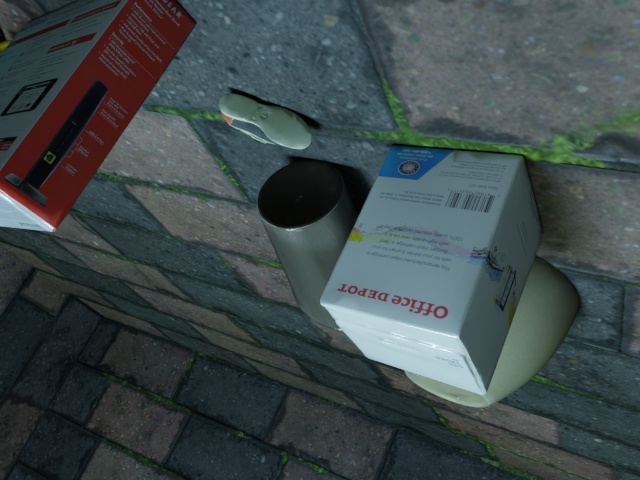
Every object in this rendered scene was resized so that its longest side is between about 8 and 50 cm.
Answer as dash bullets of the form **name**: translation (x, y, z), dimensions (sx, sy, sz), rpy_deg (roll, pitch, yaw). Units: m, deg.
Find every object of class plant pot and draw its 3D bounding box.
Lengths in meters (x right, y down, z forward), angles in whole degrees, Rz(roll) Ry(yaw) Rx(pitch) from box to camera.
- **plant pot**: translation (0.225, 0.140, 0.982), dimensions (0.284, 0.191, 0.284), rpy_deg (22, 157, 9)

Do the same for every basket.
- **basket**: translation (0.000, 0.000, 0.972), dimensions (0.204, 0.154, 0.227), rpy_deg (50, 170, 40)

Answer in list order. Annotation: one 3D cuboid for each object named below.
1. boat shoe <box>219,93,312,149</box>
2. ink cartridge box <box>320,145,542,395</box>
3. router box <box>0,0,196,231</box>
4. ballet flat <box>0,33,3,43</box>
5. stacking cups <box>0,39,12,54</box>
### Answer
- **boat shoe**: translation (-0.071, -0.151, 0.847), dimensions (0.137, 0.049, 0.043), rpy_deg (24, 161, 11)
- **ink cartridge box**: translation (0.142, 0.032, 0.772), dimensions (0.171, 0.232, 0.168), rpy_deg (12, 154, 33)
- **router box**: translation (-0.347, -0.162, 0.787), dimensions (0.335, 0.301, 0.082), rpy_deg (5, 150, 43)
- **ballet flat**: translation (-0.542, -0.321, 0.926), dimensions (0.123, 0.123, 0.348), rpy_deg (29, 159, -7)
- **stacking cups**: translation (-0.494, -0.216, 1.100), dimensions (0.096, 0.096, 0.316), rpy_deg (29, 158, -7)
